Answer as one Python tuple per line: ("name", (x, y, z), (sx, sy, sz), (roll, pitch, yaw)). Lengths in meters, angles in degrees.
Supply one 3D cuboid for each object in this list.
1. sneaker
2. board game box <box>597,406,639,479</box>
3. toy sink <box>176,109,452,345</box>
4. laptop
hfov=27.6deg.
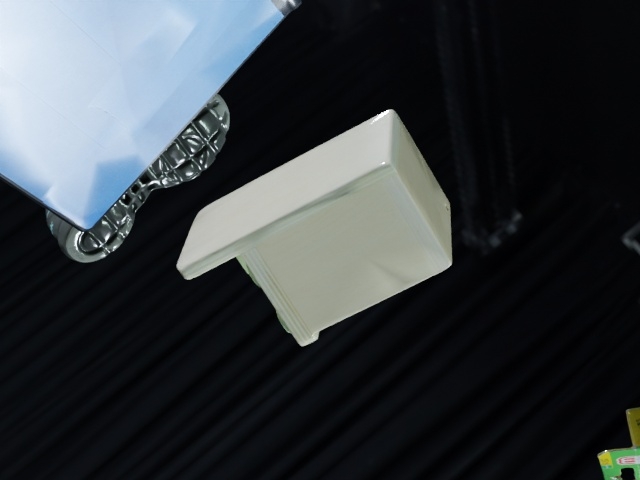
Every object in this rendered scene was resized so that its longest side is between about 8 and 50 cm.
("sneaker", (-0.229, -0.095, 1.579), (0.106, 0.267, 0.101), (39, -13, 47))
("board game box", (0.316, 0.127, 0.867), (0.124, 0.259, 0.039), (59, 20, -60))
("toy sink", (0.000, 0.000, 1.269), (0.131, 0.234, 0.153), (58, 16, -18))
("laptop", (-0.061, -0.170, 0.852), (0.408, 0.236, 0.382), (3, -19, 26))
